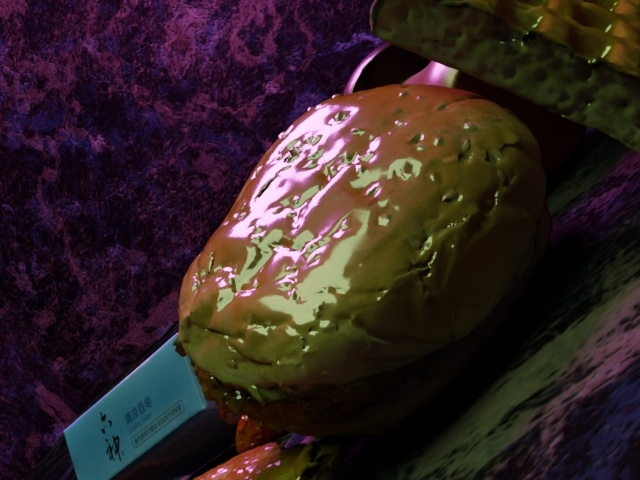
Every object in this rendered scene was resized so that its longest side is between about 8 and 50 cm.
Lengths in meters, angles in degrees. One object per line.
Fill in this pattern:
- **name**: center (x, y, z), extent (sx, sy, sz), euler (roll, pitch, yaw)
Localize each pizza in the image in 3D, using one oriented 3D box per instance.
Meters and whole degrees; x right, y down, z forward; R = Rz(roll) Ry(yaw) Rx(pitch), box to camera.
- **pizza**: center (-0.060, 0.197, 0.654), extent (0.189, 0.071, 0.297), euler (-27, -2, -23)

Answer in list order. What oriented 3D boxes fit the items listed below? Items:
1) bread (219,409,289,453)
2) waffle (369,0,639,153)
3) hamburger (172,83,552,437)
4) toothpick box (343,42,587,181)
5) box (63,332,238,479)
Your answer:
- **bread**: center (0.017, 0.068, 0.851), extent (0.269, 0.095, 0.139), euler (-36, 7, -13)
- **waffle**: center (0.174, -0.160, 0.769), extent (0.221, 0.247, 0.055), euler (-56, -12, -59)
- **hamburger**: center (0.025, 0.008, 0.724), extent (0.259, 0.145, 0.283), euler (11, 60, 41)
- **toothpick box**: center (0.133, -0.122, 0.998), extent (0.192, 0.192, 0.294), euler (-46, 11, -8)
- **box**: center (-0.136, 0.171, 1.013), extent (0.142, 0.083, 0.232), euler (-1, -31, -46)
